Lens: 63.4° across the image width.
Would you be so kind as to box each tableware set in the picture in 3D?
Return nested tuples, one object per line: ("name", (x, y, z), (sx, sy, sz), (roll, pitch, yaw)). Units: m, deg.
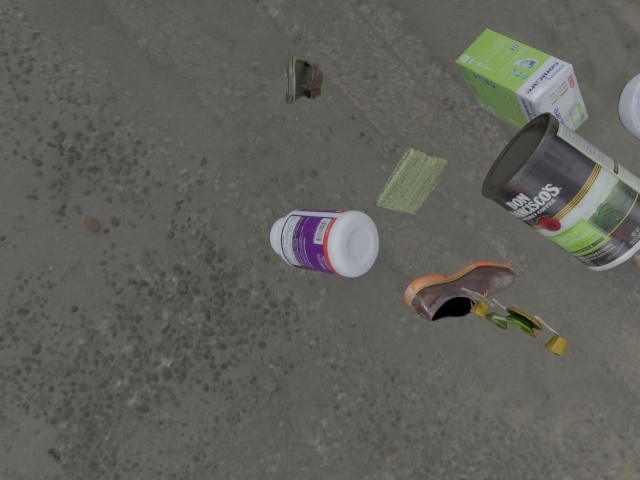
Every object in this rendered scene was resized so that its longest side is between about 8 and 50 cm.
("tableware set", (0.252, 0.111, 0.676), (0.104, 0.154, 0.024), (36, 84, -23))

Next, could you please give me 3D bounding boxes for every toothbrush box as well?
("toothbrush box", (0.505, -0.384, 1.312), (0.122, 0.283, 0.206), (-45, 136, 8))

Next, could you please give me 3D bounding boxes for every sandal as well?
("sandal", (-0.029, -0.447, 1.441), (0.086, 0.303, 0.120), (8, 111, 15))

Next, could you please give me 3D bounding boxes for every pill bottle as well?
("pill bottle", (0.000, 0.000, 1.491), (0.181, 0.323, 0.182), (-5, 98, -41))

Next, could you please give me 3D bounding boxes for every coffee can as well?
("coffee can", (0.501, -0.097, 1.045), (0.275, 0.201, 0.201), (34, 103, -3))

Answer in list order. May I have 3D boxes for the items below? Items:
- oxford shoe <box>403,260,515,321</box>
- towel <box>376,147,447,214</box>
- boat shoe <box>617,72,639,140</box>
("oxford shoe", (0.423, 0.157, 1.475), (0.363, 0.133, 0.130), (-13, 127, -19))
("towel", (0.191, -0.122, 1.091), (0.110, 0.027, 0.148), (12, 125, -26))
("boat shoe", (0.405, -0.131, 0.539), (0.258, 0.084, 0.095), (5, 106, -16))
